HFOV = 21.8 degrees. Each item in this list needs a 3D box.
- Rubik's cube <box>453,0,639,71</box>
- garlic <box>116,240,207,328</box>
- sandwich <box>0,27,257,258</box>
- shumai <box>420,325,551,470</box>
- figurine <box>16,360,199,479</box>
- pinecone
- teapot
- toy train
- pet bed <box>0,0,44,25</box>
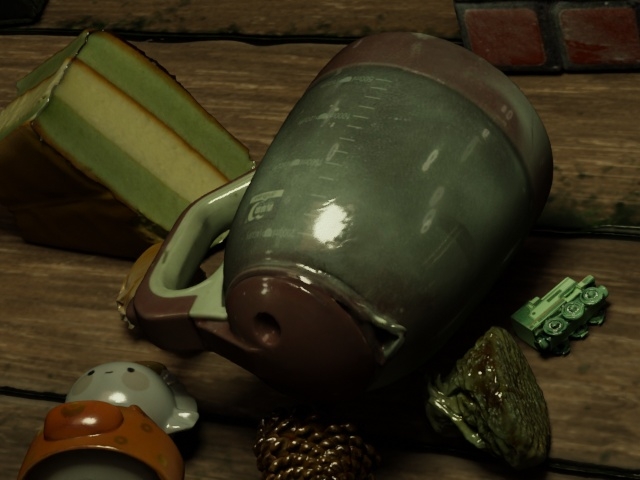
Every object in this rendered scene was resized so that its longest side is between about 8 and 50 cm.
[{"bbox_3d":[0.287,-0.371,1.639,0.305,0.303,0.301,2,50,19],"label":"Rubik's cube"},{"bbox_3d":[-0.138,0.053,1.554,0.094,0.074,0.113,-56,40,25],"label":"garlic"},{"bbox_3d":[-0.215,-0.071,1.680,0.198,0.227,0.155,-24,32,52],"label":"sandwich"},{"bbox_3d":[0.131,0.138,1.374,0.087,0.099,0.123,-24,40,20],"label":"shumai"},{"bbox_3d":[-0.176,0.183,1.422,0.143,0.143,0.271,-11,13,10],"label":"figurine"},{"bbox_3d":[-0.011,0.178,1.375,0.102,0.102,0.109,-43,46,-21],"label":"pinecone"},{"bbox_3d":[0.000,0.000,1.421,0.315,0.233,0.312,1,39,35],"label":"teapot"},{"bbox_3d":[0.211,0.062,1.448,0.083,0.033,0.053,-39,44,-17],"label":"toy train"},{"bbox_3d":[-0.423,-0.356,1.966,0.211,0.183,0.159,-5,53,18],"label":"pet bed"}]
